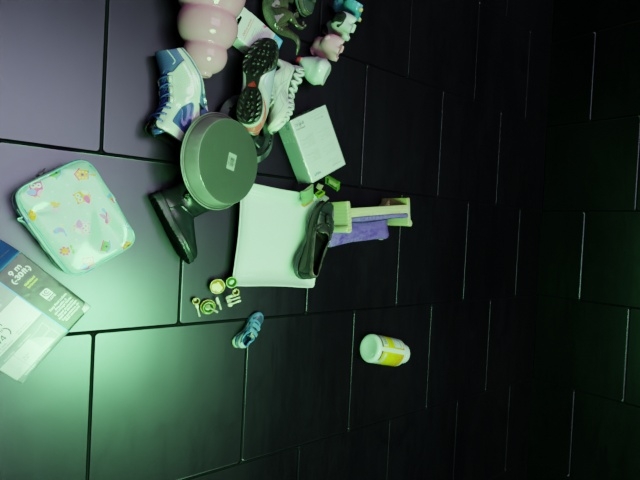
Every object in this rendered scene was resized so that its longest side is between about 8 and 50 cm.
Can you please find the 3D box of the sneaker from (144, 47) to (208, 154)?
[{"bbox_3d":[-0.429,-0.387,1.452,0.182,0.127,0.315,-31,113,-36],"label":"sneaker"}]

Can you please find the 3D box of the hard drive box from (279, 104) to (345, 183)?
[{"bbox_3d":[-0.031,-0.345,1.805,0.181,0.089,0.232,-33,112,-33],"label":"hard drive box"}]

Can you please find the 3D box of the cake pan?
[{"bbox_3d":[-0.290,-0.236,1.500,0.293,0.054,0.293,-14,107,-56],"label":"cake pan"}]

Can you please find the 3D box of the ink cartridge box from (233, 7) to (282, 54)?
[{"bbox_3d":[-0.225,-0.667,1.644,0.181,0.061,0.104,32,74,-37],"label":"ink cartridge box"}]

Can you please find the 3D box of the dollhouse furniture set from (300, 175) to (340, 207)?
[{"bbox_3d":[-0.002,-0.169,1.779,0.152,0.058,0.076,-39,151,-31],"label":"dollhouse furniture set"}]

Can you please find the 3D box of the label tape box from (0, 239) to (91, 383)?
[{"bbox_3d":[-0.781,0.150,1.209,0.333,0.106,0.240,50,62,-30],"label":"label tape box"}]

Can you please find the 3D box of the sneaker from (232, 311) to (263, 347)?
[{"bbox_3d":[-0.235,0.307,1.696,0.053,0.059,0.144,49,63,-28],"label":"sneaker"}]

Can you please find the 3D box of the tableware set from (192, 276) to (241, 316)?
[{"bbox_3d":[-0.333,0.179,1.602,0.154,0.024,0.104,-18,105,-18],"label":"tableware set"}]

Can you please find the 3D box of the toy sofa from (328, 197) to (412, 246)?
[{"bbox_3d":[0.187,-0.074,1.962,0.362,0.150,0.177,-6,96,-39],"label":"toy sofa"}]

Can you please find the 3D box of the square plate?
[{"bbox_3d":[-0.150,-0.010,1.753,0.347,0.049,0.344,6,89,-39],"label":"square plate"}]

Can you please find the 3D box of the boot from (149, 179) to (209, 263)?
[{"bbox_3d":[-0.377,-0.079,1.532,0.207,0.094,0.246,-31,106,-30],"label":"boot"}]

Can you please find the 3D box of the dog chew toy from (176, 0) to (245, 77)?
[{"bbox_3d":[-0.331,-0.653,1.477,0.207,0.207,0.331,2,97,-39],"label":"dog chew toy"}]

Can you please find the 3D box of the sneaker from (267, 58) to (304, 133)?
[{"bbox_3d":[-0.146,-0.489,1.690,0.118,0.110,0.292,26,61,-27],"label":"sneaker"}]

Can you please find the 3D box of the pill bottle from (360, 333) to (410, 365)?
[{"bbox_3d":[0.274,0.460,2.085,0.215,0.117,0.117,19,80,-38],"label":"pill bottle"}]

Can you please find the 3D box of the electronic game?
[{"bbox_3d":[-0.245,-0.366,1.654,0.229,0.048,0.229,4,85,-46],"label":"electronic game"}]

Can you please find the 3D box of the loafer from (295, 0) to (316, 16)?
[{"bbox_3d":[-0.041,-0.933,1.754,0.096,0.084,0.267,-7,97,-58],"label":"loafer"}]

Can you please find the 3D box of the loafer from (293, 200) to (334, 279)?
[{"bbox_3d":[0.000,0.000,1.784,0.109,0.095,0.302,29,74,-37],"label":"loafer"}]

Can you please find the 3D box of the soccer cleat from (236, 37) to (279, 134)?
[{"bbox_3d":[-0.200,-0.495,1.605,0.109,0.116,0.318,8,77,4],"label":"soccer cleat"}]

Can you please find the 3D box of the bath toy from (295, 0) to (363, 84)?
[{"bbox_3d":[0.025,-0.717,1.809,0.129,0.151,0.348,27,75,3],"label":"bath toy"}]

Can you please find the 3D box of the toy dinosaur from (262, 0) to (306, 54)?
[{"bbox_3d":[-0.141,-0.785,1.694,0.160,0.121,0.313,-14,106,-26],"label":"toy dinosaur"}]

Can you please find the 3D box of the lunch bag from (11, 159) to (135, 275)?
[{"bbox_3d":[-0.647,-0.060,1.304,0.224,0.108,0.279,-36,113,-27],"label":"lunch bag"}]
